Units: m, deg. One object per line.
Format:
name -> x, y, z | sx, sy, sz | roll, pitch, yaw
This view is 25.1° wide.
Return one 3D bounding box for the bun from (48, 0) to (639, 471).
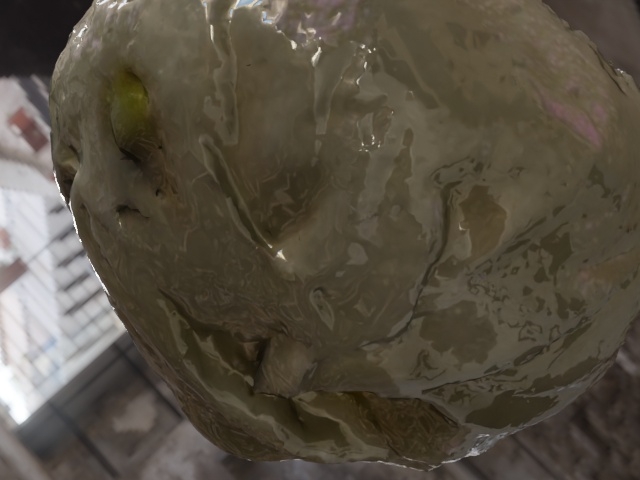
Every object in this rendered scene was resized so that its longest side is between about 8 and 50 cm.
bun -> 0.000, 0.000, 0.802 | 0.365, 0.365, 0.219 | 100, -167, -55
